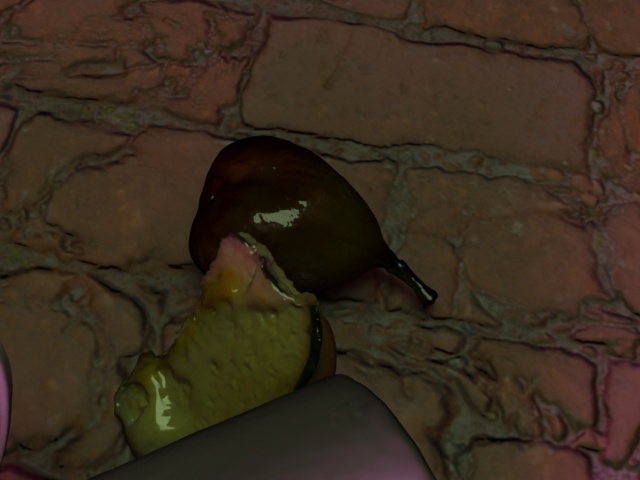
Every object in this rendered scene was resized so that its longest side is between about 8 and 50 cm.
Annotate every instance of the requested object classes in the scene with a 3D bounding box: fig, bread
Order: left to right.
[{"bbox_3d":[-0.070,0.126,0.982,0.174,0.252,0.133,42,19,24],"label":"bread"},{"bbox_3d":[0.000,0.000,1.078,0.274,0.145,0.170,23,58,-4],"label":"fig"}]

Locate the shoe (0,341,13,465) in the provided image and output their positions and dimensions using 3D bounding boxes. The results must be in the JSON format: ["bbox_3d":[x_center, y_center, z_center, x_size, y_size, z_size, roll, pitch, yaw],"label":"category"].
[{"bbox_3d":[-0.339,0.233,0.757,0.131,0.160,0.363,19,97,-1],"label":"shoe"}]

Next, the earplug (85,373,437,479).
[{"bbox_3d":[-0.101,0.303,0.748,0.394,0.313,0.313,-18,59,-13],"label":"earplug"}]
